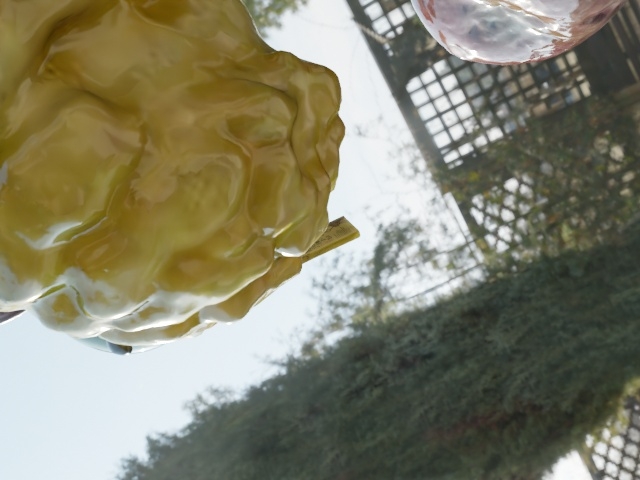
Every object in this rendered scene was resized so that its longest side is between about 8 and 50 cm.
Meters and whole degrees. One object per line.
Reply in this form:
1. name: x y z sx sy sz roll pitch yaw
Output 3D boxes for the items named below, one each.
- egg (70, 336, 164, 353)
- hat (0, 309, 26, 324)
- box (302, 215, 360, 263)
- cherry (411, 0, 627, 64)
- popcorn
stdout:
1. egg: -0.258 0.070 0.987 0.149 0.192 0.149 -174 90 -77
2. hat: -0.335 -0.013 0.746 0.089 0.205 0.205 111 137 -76
3. box: 0.000 0.000 1.543 0.073 0.149 0.020 45 157 51
4. cherry: 0.186 -0.285 0.685 0.239 0.206 0.239 -170 90 -86
5. popcorn: -0.139 -0.113 0.511 0.349 0.382 0.349 21 -175 -2
